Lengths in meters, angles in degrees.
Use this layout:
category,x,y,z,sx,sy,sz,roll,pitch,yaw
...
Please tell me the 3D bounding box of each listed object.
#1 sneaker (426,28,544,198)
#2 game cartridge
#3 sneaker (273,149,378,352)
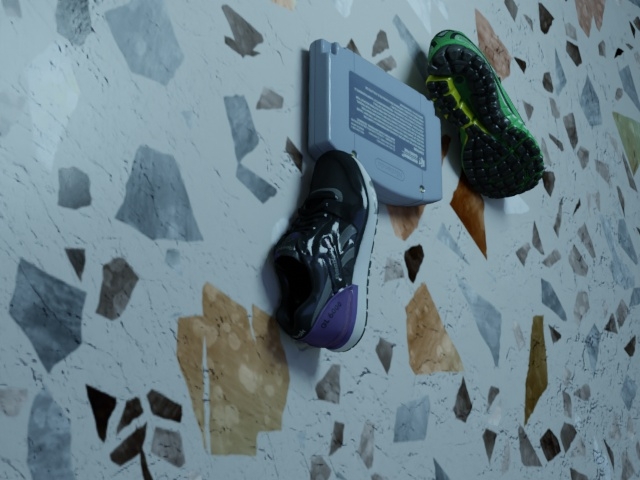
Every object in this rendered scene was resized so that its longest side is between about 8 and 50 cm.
category,x,y,z,sx,sy,sz,roll,pitch,yaw
sneaker,0.285,-0.216,1.944,0.146,0.134,0.343,-85,152,-52
game cartridge,0.085,-0.162,1.728,0.297,0.062,0.198,23,65,-47
sneaker,0.000,0.000,1.523,0.124,0.107,0.283,19,63,-42
